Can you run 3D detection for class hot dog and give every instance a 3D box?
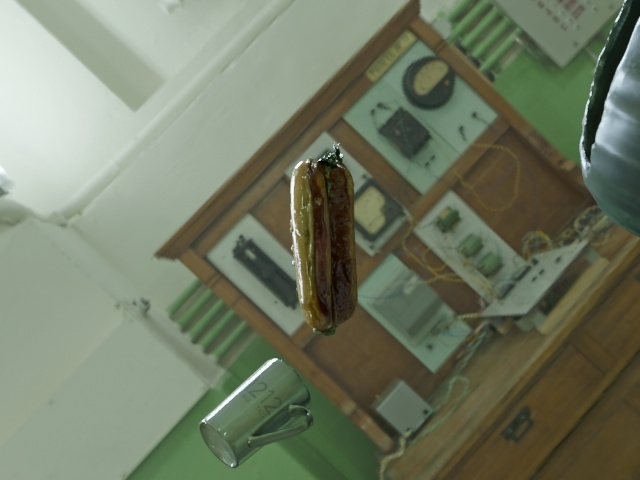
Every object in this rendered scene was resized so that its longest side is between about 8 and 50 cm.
[{"bbox_3d":[0.000,0.000,0.723,0.055,0.188,0.072,4,8,45],"label":"hot dog"}]

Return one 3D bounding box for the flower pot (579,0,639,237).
[{"bbox_3d":[0.258,-0.108,0.444,0.189,0.157,0.242,-46,-24,-65],"label":"flower pot"}]

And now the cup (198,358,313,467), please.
[{"bbox_3d":[-0.047,0.149,0.610,0.083,0.075,0.054,-36,-29,-33],"label":"cup"}]
